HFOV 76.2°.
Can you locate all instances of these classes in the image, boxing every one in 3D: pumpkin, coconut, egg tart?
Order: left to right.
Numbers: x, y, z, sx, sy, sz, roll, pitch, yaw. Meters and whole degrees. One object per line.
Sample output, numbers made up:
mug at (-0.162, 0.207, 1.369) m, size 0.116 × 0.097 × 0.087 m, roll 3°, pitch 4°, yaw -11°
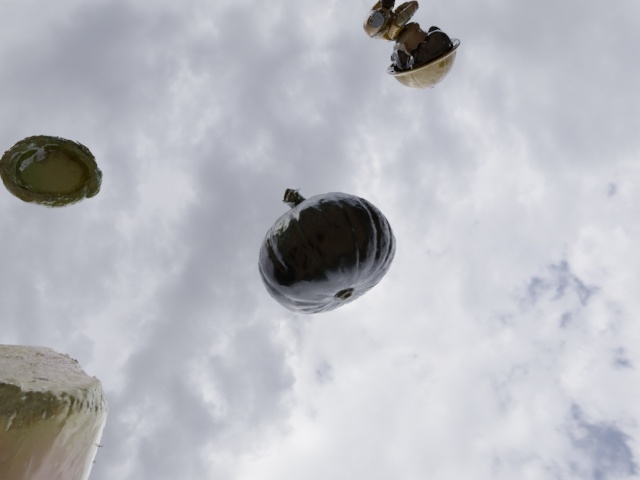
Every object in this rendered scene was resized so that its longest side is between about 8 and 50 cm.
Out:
coconut at (-0.485, 0.321, 0.583) m, size 0.297 × 0.297 × 0.310 m, roll 17°, pitch -97°, yaw 9°
egg tart at (-0.590, -0.143, 0.895) m, size 0.197 × 0.078 × 0.197 m, roll 24°, pitch -132°, yaw -29°
pumpkin at (0.000, 0.000, 0.739) m, size 0.247 × 0.248 × 0.248 m, roll -1°, pitch -115°, yaw 1°

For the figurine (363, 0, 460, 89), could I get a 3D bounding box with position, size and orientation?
figurine at (0.223, -0.498, 1.037) m, size 0.256 × 0.167 × 0.192 m, roll 35°, pitch -129°, yaw -13°
